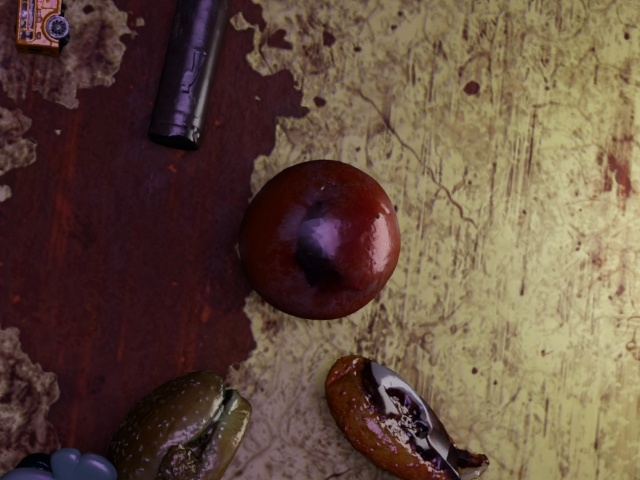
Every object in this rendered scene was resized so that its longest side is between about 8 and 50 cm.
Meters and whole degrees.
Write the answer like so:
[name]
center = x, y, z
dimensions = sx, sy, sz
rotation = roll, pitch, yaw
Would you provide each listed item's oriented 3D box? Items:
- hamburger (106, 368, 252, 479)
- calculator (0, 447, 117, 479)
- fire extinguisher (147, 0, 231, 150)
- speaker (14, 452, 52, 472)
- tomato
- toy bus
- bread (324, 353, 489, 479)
[hamburger]
center = -0.175, 0.246, 1.735
dimensions = 0.122, 0.215, 0.189
rotation = 42, 78, -11
[calculator]
center = -0.340, 0.380, 1.719
dimensions = 0.186, 0.041, 0.298
rotation = 28, 107, -3
[fire extinguisher]
center = -0.166, -0.256, 1.845
dimensions = 0.072, 0.089, 0.267
rotation = 10, 82, 15
[speaker]
center = -0.368, 0.310, 1.761
dimensions = 0.094, 0.075, 0.060
rotation = -41, 93, -2
[tomato]
center = 0.000, 0.000, 1.806
dimensions = 0.208, 0.184, 0.208
rotation = 1, 83, -12
[toy bus]
center = -0.357, -0.323, 1.823
dimensions = 0.074, 0.069, 0.162
rotation = 3, 85, -9
[bread]
center = 0.109, 0.260, 1.846
dimensions = 0.269, 0.095, 0.139
rotation = 45, 34, -11
